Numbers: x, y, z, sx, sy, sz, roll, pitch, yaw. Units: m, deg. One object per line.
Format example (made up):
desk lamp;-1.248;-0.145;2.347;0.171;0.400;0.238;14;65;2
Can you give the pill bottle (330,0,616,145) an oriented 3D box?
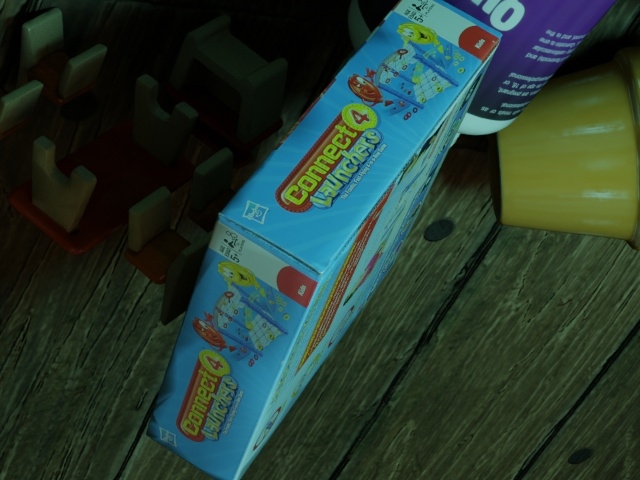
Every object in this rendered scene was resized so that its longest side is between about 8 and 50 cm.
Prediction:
pill bottle;0.146;-0.217;1.435;0.181;0.181;0.323;11;130;-38

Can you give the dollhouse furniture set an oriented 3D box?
dollhouse furniture set;-0.145;-0.072;1.418;0.259;0.262;0.135;-37;158;-39

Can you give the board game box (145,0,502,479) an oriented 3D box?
board game box;0.000;0.000;1.339;0.302;0.086;0.308;-52;170;-39

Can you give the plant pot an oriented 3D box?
plant pot;0.264;-0.086;1.666;0.188;0.205;0.205;-5;142;0
